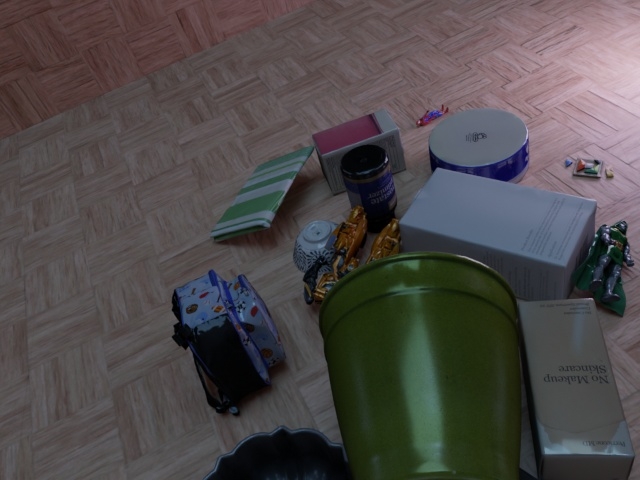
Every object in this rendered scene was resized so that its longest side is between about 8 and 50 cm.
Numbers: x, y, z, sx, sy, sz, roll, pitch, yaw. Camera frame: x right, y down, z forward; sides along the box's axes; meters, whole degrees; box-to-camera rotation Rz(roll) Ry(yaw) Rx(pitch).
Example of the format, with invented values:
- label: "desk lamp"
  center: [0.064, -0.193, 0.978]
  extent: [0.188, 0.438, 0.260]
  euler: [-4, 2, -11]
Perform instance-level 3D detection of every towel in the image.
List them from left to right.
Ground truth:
- label: "towel"
  center: [-0.166, -0.135, 1.653]
  extent: [0.248, 0.038, 0.325]
  euler: [-13, 37, 41]

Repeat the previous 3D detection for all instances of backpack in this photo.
- label: "backpack"
  center: [-0.213, 0.189, 1.257]
  extent: [0.213, 0.276, 0.263]
  euler: [-28, 37, -16]

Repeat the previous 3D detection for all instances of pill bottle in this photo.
- label: "pill bottle"
  center: [0.130, -0.127, 1.465]
  extent: [0.123, 0.219, 0.122]
  euler: [-10, 45, 10]

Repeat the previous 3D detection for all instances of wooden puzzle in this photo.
- label: "wooden puzzle"
  center: [0.697, -0.192, 1.479]
  extent: [0.116, 0.014, 0.078]
  euler: [5, 49, 24]

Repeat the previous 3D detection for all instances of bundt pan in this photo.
- label: "bundt pan"
  center: [-0.059, 0.500, 0.980]
  extent: [0.331, 0.124, 0.330]
  euler: [-11, 44, 10]

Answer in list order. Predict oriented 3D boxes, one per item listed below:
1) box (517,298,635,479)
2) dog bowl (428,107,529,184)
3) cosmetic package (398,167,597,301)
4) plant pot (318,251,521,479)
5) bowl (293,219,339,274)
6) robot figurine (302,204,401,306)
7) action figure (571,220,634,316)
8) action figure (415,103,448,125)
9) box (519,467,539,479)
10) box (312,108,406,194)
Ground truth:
- label: "box"
  center: [0.449, 0.266, 1.034]
  extent: [0.148, 0.121, 0.311]
  euler: [-6, 45, 13]
- label: "dog bowl"
  center: [0.432, -0.246, 1.561]
  extent: [0.265, 0.104, 0.265]
  euler: [-10, 45, 10]
- label: "cosmetic package"
  center: [0.399, -0.016, 1.311]
  extent: [0.385, 0.156, 0.217]
  euler: [18, 55, 34]
- label: "plant pot"
  center: [0.176, 0.272, 0.942]
  extent: [0.367, 0.366, 0.353]
  euler: [-9, 43, 11]
- label: "bowl"
  center: [0.000, 0.000, 1.487]
  extent: [0.170, 0.080, 0.170]
  euler: [-9, 44, 9]
- label: "robot figurine"
  center: [0.081, 0.061, 1.367]
  extent: [0.211, 0.085, 0.291]
  euler: [20, 61, 17]
- label: "action figure"
  center: [0.624, 0.034, 1.224]
  extent: [0.137, 0.063, 0.232]
  euler: [40, 52, -6]
- label: "action figure"
  center: [0.347, -0.392, 1.793]
  extent: [0.115, 0.030, 0.038]
  euler: [-33, 50, -11]
- label: "box"
  center: [0.278, 0.454, 0.963]
  extent: [0.191, 0.045, 0.184]
  euler: [28, 62, 38]
- label: "box"
  center: [0.112, -0.257, 1.653]
  extent: [0.232, 0.148, 0.127]
  euler: [-20, 43, -1]
